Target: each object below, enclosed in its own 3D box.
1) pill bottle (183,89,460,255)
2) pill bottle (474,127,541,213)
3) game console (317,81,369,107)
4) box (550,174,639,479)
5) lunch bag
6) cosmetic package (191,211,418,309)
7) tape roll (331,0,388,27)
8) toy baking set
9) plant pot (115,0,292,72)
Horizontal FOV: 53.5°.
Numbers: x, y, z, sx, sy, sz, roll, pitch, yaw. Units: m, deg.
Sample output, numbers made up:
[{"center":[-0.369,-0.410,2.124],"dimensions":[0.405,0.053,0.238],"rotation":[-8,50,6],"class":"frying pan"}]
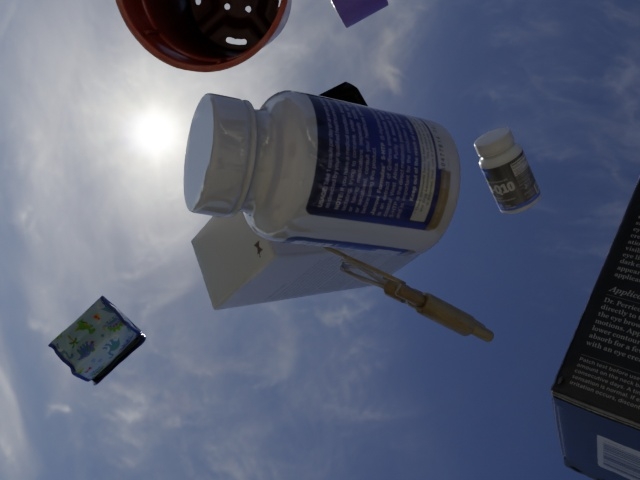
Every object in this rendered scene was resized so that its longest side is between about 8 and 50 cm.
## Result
[{"center":[-0.001,-0.051,0.476],"dimensions":[0.112,0.186,0.112],"rotation":[7,-90,65],"class":"pill bottle"},{"center":[0.325,-0.122,1.108],"dimensions":[0.078,0.078,0.137],"rotation":[-11,-63,45],"class":"pill bottle"},{"center":[-0.041,-0.215,1.485],"dimensions":[0.361,0.044,0.213],"rotation":[-27,-117,4],"class":"game console"},{"center":[0.264,0.074,0.474],"dimensions":[0.108,0.207,0.153],"rotation":[17,-28,33],"class":"box"},{"center":[-0.396,0.190,1.157],"dimensions":[0.096,0.129,0.151],"rotation":[43,-16,15],"class":"lunch bag"},{"center":[0.000,0.000,1.291],"dimensions":[0.230,0.453,0.162],"rotation":[-40,-115,42],"class":"cosmetic package"},{"center":[0.034,-0.448,1.021],"dimensions":[0.080,0.189,0.189],"rotation":[-25,-103,12],"class":"tape roll"},{"center":[0.118,0.078,0.890],"dimensions":[0.030,0.256,0.196],"rotation":[-64,-154,-3],"class":"toy baking set"},{"center":[-0.165,-0.421,1.057],"dimensions":[0.272,0.265,0.273],"rotation":[1,-75,5],"class":"plant pot"}]
